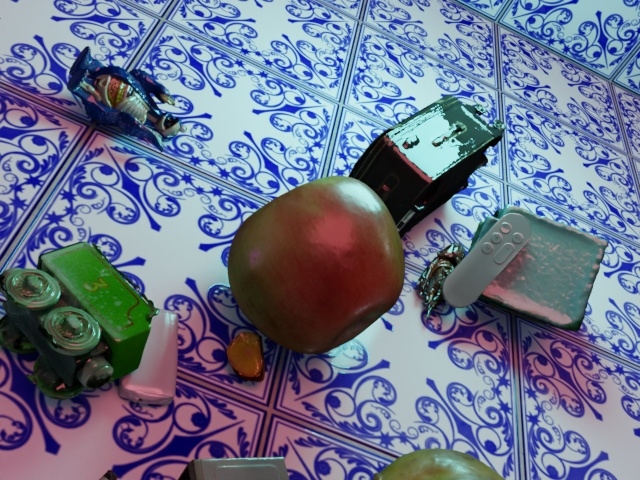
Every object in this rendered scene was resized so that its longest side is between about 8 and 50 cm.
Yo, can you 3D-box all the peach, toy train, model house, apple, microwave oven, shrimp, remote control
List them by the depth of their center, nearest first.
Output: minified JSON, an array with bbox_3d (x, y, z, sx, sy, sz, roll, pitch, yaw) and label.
[{"bbox_3d":[-0.113,0.416,1.088,0.163,0.129,0.205,9,45,-29],"label":"microwave oven"},{"bbox_3d":[-0.372,0.119,1.211,0.243,0.132,0.188,41,39,24],"label":"toy train"},{"bbox_3d":[-0.119,0.203,1.364,0.083,0.050,0.077,37,62,21],"label":"peach"},{"bbox_3d":[0.000,0.047,1.407,0.319,0.319,0.277,-21,80,-44],"label":"apple"},{"bbox_3d":[0.347,0.042,1.665,0.077,0.022,0.245,42,81,11],"label":"remote control"},{"bbox_3d":[0.259,0.092,1.709,0.090,0.079,0.233,38,48,-11],"label":"shrimp"},{"bbox_3d":[0.457,0.074,1.794,0.280,0.249,0.230,23,78,6],"label":"model house"}]

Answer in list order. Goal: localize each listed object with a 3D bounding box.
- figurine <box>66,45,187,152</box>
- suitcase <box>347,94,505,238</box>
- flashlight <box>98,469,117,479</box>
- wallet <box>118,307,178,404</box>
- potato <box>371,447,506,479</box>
[{"bbox_3d":[-0.401,-0.280,1.643,0.262,0.121,0.164,39,43,-19],"label":"figurine"},{"bbox_3d":[0.218,-0.159,1.780,0.194,0.283,0.434,44,41,9],"label":"suitcase"},{"bbox_3d":[-0.316,0.353,1.108,0.018,0.018,0.083,37,39,8],"label":"flashlight"},{"bbox_3d":[-0.278,0.184,1.296,0.095,0.033,0.190,14,42,-18],"label":"wallet"},{"bbox_3d":[0.178,0.422,1.210,0.289,0.301,0.237,59,12,-18],"label":"potato"}]
